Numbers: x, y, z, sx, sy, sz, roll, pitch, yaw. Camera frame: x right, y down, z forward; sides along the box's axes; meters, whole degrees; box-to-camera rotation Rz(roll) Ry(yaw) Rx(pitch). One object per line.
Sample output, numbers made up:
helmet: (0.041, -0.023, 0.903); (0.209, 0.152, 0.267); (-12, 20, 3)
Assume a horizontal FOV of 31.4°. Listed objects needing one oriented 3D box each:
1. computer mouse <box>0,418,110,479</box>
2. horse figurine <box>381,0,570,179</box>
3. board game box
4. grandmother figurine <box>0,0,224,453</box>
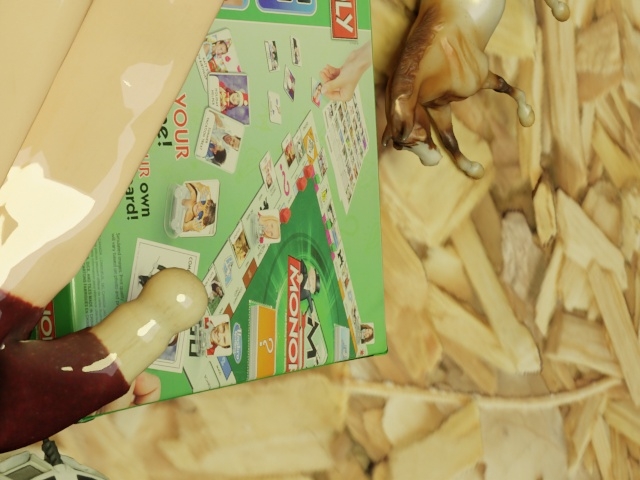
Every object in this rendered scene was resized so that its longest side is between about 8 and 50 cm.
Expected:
computer mouse: (-0.131, 0.136, 0.539); (0.106, 0.042, 0.193); (16, 45, -52)
horse figurine: (0.114, -0.160, 0.785); (0.174, 0.066, 0.263); (29, 79, -52)
board game box: (-0.057, -0.083, 0.593); (0.213, 0.046, 0.317); (-6, 94, -45)
grandmother figurine: (-0.154, 0.006, 0.463); (0.104, 0.208, 0.342); (7, 107, -82)
